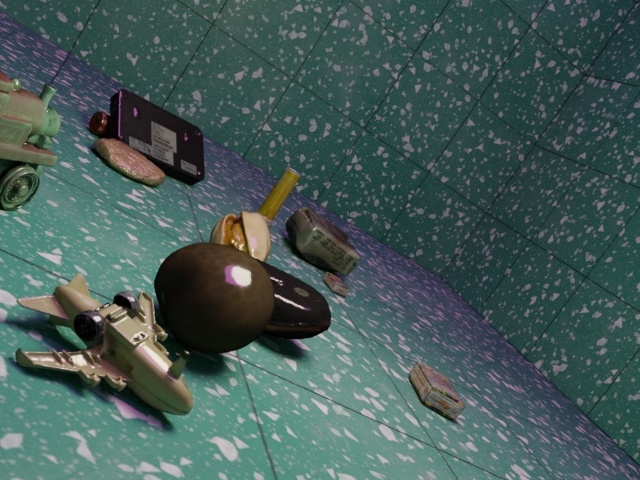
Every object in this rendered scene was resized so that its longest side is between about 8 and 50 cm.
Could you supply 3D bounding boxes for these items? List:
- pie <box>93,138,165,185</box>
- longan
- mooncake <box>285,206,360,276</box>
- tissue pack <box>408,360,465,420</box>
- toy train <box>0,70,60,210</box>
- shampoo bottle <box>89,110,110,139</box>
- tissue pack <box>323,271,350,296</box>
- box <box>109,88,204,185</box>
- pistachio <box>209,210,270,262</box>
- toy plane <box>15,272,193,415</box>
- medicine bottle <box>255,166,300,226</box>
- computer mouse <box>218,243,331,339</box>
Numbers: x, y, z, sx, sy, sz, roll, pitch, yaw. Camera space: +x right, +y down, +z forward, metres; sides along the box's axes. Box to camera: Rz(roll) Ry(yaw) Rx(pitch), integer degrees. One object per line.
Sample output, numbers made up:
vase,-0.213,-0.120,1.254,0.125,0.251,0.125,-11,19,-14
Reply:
pie,-0.542,-0.223,1.904,0.218,0.052,0.185,35,7,-5
longan,-0.176,0.096,1.129,0.212,0.198,0.198,22,0,36
mooncake,-0.004,0.004,2.359,0.254,0.136,0.250,35,9,-27
tissue pack,0.291,0.377,1.699,0.108,0.060,0.148,31,9,-14
toy train,-0.549,-0.177,1.107,0.150,0.222,0.304,34,8,11
shampoo bottle,-0.591,-0.324,2.169,0.314,0.076,0.118,24,30,-49
tissue pack,0.050,0.141,2.155,0.063,0.035,0.083,29,12,-32
box,-0.514,-0.324,2.148,0.350,0.058,0.211,22,56,-49
pistachio,-0.194,0.018,1.637,0.157,0.157,0.229,31,22,-21
toy plane,-0.267,0.137,0.892,0.256,0.104,0.242,30,23,13
medicine bottle,-0.153,-0.157,2.404,0.074,0.218,0.074,33,10,-7
computer mouse,-0.131,0.117,1.391,0.323,0.116,0.183,27,11,-4
